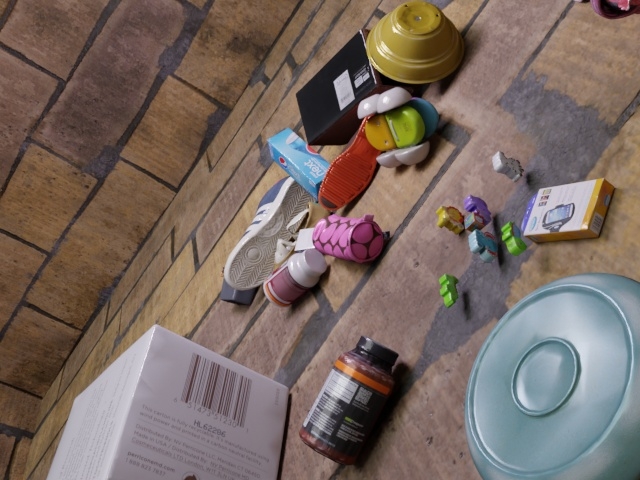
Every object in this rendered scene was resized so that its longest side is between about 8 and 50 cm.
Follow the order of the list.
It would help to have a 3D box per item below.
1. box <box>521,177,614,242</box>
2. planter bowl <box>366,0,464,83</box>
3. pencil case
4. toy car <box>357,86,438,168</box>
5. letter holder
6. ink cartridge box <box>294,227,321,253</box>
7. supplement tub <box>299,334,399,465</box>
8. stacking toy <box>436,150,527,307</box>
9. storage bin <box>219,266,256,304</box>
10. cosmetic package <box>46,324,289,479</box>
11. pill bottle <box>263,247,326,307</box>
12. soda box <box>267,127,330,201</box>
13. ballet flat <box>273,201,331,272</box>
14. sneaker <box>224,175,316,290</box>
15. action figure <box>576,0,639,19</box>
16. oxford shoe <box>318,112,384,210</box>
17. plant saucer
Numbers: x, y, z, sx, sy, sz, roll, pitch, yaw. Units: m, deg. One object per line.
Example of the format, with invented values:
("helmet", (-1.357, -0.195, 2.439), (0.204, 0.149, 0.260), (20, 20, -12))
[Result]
("box", (0.348, -0.040, 1.013), (0.136, 0.028, 0.081), (-9, 54, 64))
("planter bowl", (0.208, -0.452, 1.532), (0.090, 0.217, 0.217), (86, -161, -60))
("pencil case", (0.056, -0.009, 1.491), (0.209, 0.095, 0.098), (-172, 80, -65))
("toy car", (0.177, -0.247, 1.494), (0.136, 0.159, 0.182), (-28, 12, -23))
("letter holder", (0.116, -0.364, 1.750), (0.302, 0.214, 0.152), (-32, 67, 51))
("ink cartridge box", (0.000, 0.000, 1.652), (0.115, 0.029, 0.063), (-7, 51, 28))
("supplement tub", (0.053, 0.257, 1.157), (0.198, 0.106, 0.106), (-61, 23, -5))
("stacking toy", (0.257, -0.017, 1.126), (0.167, 0.052, 0.221), (-49, 25, 41))
("storage bin", (-0.226, 0.123, 1.912), (0.135, 0.098, 0.091), (-9, 65, 61))
("cosmetic package", (-0.315, 0.440, 1.400), (0.394, 0.329, 0.327), (-41, 30, 39))
("pill bottle", (-0.056, 0.083, 1.610), (0.152, 0.086, 0.086), (-40, 30, 38))
("soda box", (-0.044, -0.194, 1.783), (0.071, 0.067, 0.210), (-33, 56, -19))
("ballet flat", (-0.066, -0.002, 1.747), (0.232, 0.073, 0.080), (-53, 24, 15))
("sneaker", (-0.139, -0.024, 1.865), (0.350, 0.131, 0.148), (-53, 23, -10))
("action figure", (0.423, -0.431, 1.049), (0.276, 0.248, 0.370), (-37, 29, 43))
("oxford shoe", (0.088, -0.186, 1.663), (0.271, 0.097, 0.098), (-54, 3, 2))
("plant saucer", (0.285, 0.173, 0.867), (0.317, 0.044, 0.317), (-44, 28, 31))
